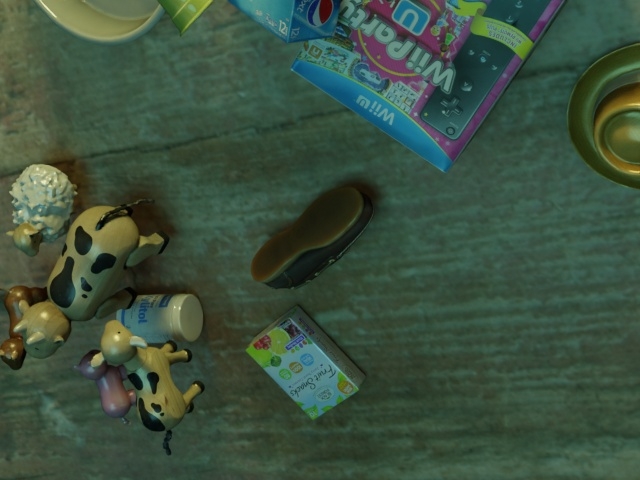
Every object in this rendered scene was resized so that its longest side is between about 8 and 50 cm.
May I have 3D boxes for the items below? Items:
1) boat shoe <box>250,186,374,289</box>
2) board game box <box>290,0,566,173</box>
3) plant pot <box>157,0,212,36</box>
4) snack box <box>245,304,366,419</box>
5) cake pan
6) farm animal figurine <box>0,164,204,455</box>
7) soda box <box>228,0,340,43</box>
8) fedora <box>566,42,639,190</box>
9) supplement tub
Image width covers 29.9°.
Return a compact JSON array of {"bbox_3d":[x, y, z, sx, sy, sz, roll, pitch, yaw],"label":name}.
[{"bbox_3d":[0.000,0.000,1.547,0.073,0.073,0.207,22,139,-37],"label":"boat shoe"},{"bbox_3d":[0.136,-0.259,1.317,0.224,0.097,0.303,34,126,3],"label":"board game box"},{"bbox_3d":[-0.154,-0.280,1.306,0.079,0.083,0.083,42,126,-10],"label":"plant pot"},{"bbox_3d":[-0.021,0.171,1.667,0.141,0.037,0.100,47,126,-8],"label":"snack box"},{"bbox_3d":[-0.262,-0.378,1.405,0.293,0.054,0.293,17,122,30],"label":"cake pan"},{"bbox_3d":[-0.307,0.094,1.597,0.330,0.172,0.327,20,106,20],"label":"farm animal figurine"},{"bbox_3d":[-0.065,-0.296,1.334,0.210,0.067,0.071,41,132,38],"label":"soda box"},{"bbox_3d":[0.363,-0.121,1.310,0.194,0.079,0.194,10,122,17],"label":"fedora"},{"bbox_3d":[-0.229,0.111,1.700,0.107,0.071,0.071,-4,116,24],"label":"supplement tub"}]
